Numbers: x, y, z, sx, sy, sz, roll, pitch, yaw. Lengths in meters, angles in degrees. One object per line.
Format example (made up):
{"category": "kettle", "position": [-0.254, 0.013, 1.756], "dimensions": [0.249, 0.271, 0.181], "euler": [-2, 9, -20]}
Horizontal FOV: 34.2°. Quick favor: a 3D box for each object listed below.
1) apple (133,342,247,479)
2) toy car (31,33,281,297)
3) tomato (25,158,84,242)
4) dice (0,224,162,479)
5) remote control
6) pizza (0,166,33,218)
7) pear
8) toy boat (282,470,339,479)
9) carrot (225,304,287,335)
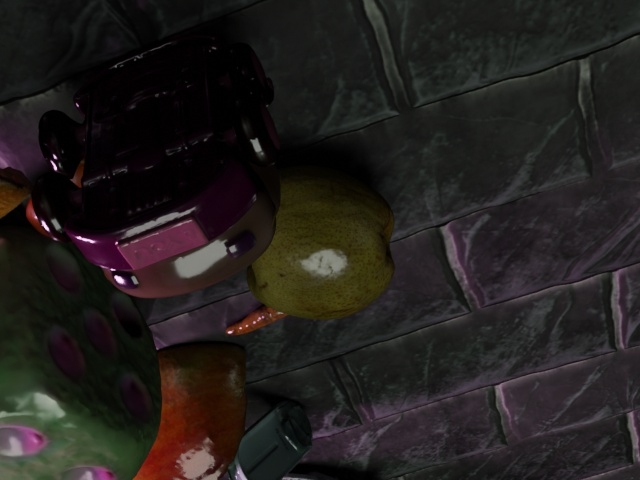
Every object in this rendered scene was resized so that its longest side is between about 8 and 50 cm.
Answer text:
{"category": "apple", "position": [-0.261, 0.313, 1.734], "dimensions": [0.346, 0.179, 0.254], "euler": [-39, 94, 27]}
{"category": "toy car", "position": [-0.154, -0.061, 1.183], "dimensions": [0.271, 0.340, 0.240], "euler": [-19, 131, 9]}
{"category": "tomato", "position": [-0.292, -0.044, 1.337], "dimensions": [0.156, 0.069, 0.155], "euler": [-31, 161, -12]}
{"category": "dice", "position": [-0.429, 0.188, 1.418], "dimensions": [0.322, 0.318, 0.330], "euler": [-29, 138, 17]}
{"category": "remote control", "position": [-0.087, 0.355, 1.790], "dimensions": [0.052, 0.104, 0.247], "euler": [-29, 180, 28]}
{"category": "pizza", "position": [-0.538, -0.091, 1.197], "dimensions": [0.409, 0.114, 0.277], "euler": [-5, 131, -24]}
{"category": "pear", "position": [0.000, 0.000, 1.410], "dimensions": [0.211, 0.188, 0.228], "euler": [-7, 137, -3]}
{"category": "toy boat", "position": [-0.018, 0.519, 2.089], "dimensions": [0.320, 0.092, 0.141], "euler": [18, 132, -22]}
{"category": "carrot", "position": [-0.084, 0.116, 1.644], "dimensions": [0.165, 0.035, 0.036], "euler": [-27, 138, 19]}
